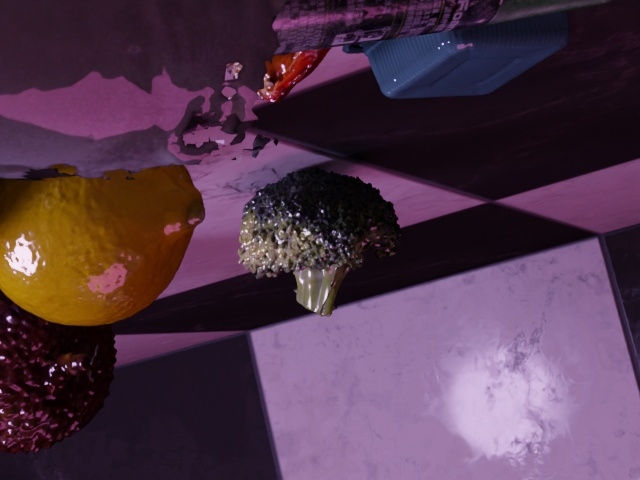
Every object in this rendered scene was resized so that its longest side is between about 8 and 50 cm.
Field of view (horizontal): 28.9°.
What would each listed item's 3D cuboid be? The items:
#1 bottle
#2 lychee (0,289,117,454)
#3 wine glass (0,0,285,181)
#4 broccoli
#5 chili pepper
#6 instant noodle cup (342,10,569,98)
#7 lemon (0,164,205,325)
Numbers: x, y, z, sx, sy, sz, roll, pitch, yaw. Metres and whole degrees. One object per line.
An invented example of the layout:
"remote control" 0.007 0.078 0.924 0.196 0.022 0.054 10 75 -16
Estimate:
"bottle" 0.035 -0.172 0.783 0.330 0.093 0.093 -10 171 -16
"lychee" -0.415 0.169 1.753 0.264 0.264 0.300 -5 179 -43
"wine glass" -0.189 -0.111 0.564 0.357 0.190 0.190 -4 169 -21
"broccoli" 0.000 -0.003 1.529 0.198 0.226 0.176 -8 127 -22
"chili pepper" -0.023 -0.156 0.965 0.050 0.059 0.268 -52 -170 -30
"instant noodle cup" 0.120 -0.169 1.021 0.157 0.070 0.179 -7 171 -26
"lemon" -0.210 -0.013 1.148 0.244 0.186 0.187 -18 170 32
